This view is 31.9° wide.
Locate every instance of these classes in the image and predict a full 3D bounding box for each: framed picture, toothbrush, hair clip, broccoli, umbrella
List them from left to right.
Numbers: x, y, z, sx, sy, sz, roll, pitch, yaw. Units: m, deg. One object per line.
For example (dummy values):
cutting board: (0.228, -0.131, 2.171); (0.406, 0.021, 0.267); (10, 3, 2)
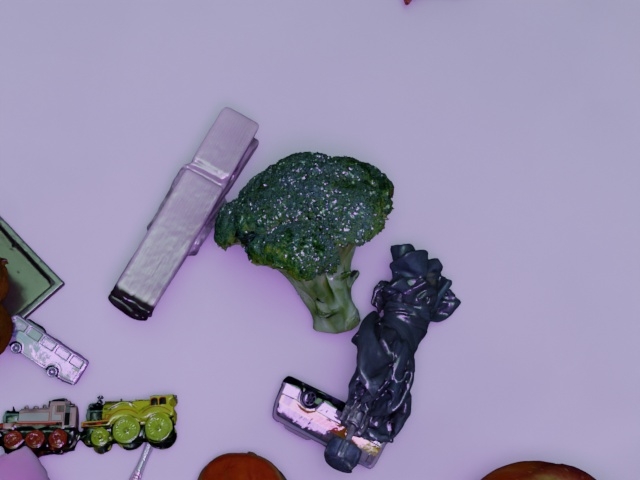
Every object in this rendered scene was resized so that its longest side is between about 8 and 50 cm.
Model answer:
framed picture: (-0.542, 0.029, 1.604); (0.289, 0.016, 0.213); (45, 76, 5)
toothbrush: (-0.261, 0.341, 1.557); (0.017, 0.022, 0.204); (23, 71, -3)
hair clip: (-0.191, -0.036, 1.624); (0.085, 0.101, 0.330); (30, 72, 5)
broccoli: (0.000, 0.000, 1.586); (0.269, 0.254, 0.269); (-8, 108, -27)
umbrella: (0.098, 0.165, 1.564); (0.143, 0.094, 0.348); (41, 56, -19)

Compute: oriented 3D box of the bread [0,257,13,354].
bread: (-0.521, 0.086, 1.497); (0.232, 0.135, 0.246); (-30, 74, 1)

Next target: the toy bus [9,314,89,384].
toy bus: (-0.389, 0.153, 1.570); (0.131, 0.037, 0.052); (35, 82, -5)

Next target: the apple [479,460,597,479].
apple: (0.292, 0.432, 1.486); (0.252, 0.206, 0.271); (-29, 78, -43)

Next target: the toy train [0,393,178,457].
toy train: (-0.322, 0.258, 1.550); (0.250, 0.053, 0.085); (-5, 64, -2)

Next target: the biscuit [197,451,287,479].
biscuit: (-0.091, 0.493, 1.423); (0.368, 0.076, 0.394); (22, 71, 32)

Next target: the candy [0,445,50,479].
candy: (-0.384, 0.412, 1.445); (0.155, 0.116, 0.265); (-30, 80, -46)

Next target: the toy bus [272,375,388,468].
toy bus: (0.013, 0.259, 1.591); (0.172, 0.057, 0.072); (27, 83, 1)

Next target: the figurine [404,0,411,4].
figurine: (0.192, -0.424, 1.782); (0.140, 0.068, 0.075); (-15, 75, -17)
